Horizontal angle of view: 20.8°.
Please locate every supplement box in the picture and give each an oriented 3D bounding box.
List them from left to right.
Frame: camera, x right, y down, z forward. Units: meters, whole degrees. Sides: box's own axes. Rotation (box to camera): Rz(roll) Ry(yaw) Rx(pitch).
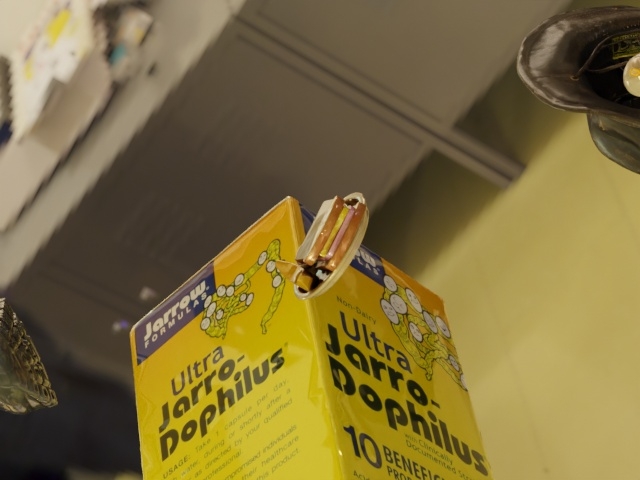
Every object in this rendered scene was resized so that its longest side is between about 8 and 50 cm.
[{"bbox_3d":[-0.001,0.179,1.315,0.195,0.194,0.356,-39,38,23],"label":"supplement box"}]

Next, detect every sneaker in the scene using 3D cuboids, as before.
[{"bbox_3d":[-0.317,0.122,1.562,0.130,0.109,0.286,-26,4,-16],"label":"sneaker"}]

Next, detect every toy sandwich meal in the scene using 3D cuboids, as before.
[{"bbox_3d":[0.000,0.000,1.093,0.085,0.029,0.085,-50,20,25],"label":"toy sandwich meal"}]

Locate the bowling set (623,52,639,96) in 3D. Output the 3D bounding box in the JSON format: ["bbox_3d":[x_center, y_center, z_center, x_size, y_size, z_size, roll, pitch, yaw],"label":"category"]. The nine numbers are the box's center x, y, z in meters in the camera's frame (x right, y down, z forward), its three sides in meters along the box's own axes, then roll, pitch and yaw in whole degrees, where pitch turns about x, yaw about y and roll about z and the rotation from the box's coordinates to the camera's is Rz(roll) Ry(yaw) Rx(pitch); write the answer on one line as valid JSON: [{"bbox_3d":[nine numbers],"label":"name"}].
[{"bbox_3d":[0.380,-0.211,1.656,0.154,0.287,0.200,-18,68,25],"label":"bowling set"}]

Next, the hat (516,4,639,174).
[{"bbox_3d":[0.374,-0.151,1.961,0.331,0.331,0.134,-118,21,-57],"label":"hat"}]
